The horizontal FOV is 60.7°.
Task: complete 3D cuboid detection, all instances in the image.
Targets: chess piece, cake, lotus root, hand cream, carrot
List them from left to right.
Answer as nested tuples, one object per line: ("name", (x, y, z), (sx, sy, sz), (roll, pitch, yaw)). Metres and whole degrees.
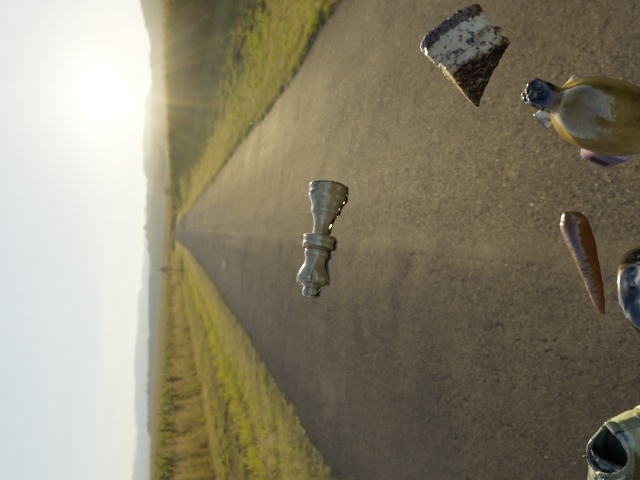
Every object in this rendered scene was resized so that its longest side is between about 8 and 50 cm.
("chess piece", (0.000, 0.000, 0.796), (0.060, 0.060, 0.171), (144, 136, -71))
("cake", (0.270, -0.344, 1.110), (0.112, 0.135, 0.246), (60, 173, 14))
("hand cream", (0.602, -0.353, 1.374), (0.143, 0.039, 0.061), (-52, 49, 34))
("carrot", (0.463, 0.043, 0.945), (0.216, 0.048, 0.048), (63, 173, -18))
("lotus root", (0.607, -0.289, 1.222), (0.183, 0.310, 0.182), (-163, 90, -90))

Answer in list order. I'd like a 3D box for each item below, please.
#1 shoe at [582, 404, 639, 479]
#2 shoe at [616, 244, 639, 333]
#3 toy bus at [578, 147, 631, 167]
("shoe", (0.544, 0.413, 1.010), (0.103, 0.098, 0.274), (-108, 15, -57))
("shoe", (0.528, 0.051, 0.743), (0.171, 0.384, 0.237), (46, 117, 11))
("toy bus", (1.023, -0.346, 1.940), (0.202, 0.142, 0.142), (10, -77, -83))
